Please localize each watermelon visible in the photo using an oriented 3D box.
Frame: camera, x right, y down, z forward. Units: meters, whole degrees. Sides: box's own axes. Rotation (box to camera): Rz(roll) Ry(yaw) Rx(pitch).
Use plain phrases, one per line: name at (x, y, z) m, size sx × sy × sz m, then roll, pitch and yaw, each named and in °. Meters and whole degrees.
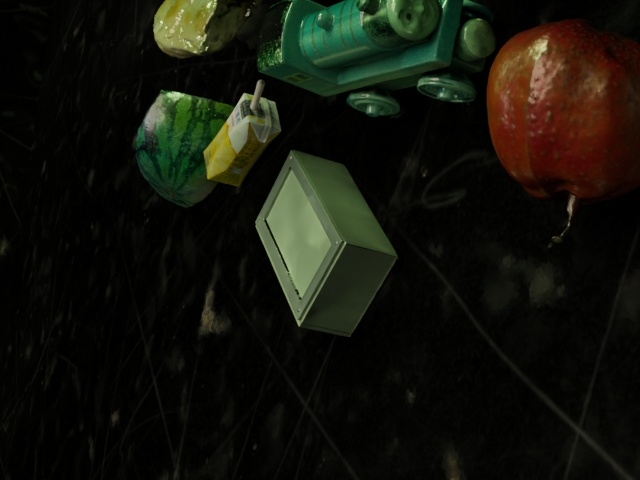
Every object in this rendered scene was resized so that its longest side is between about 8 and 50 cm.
watermelon at (-0.248, -0.157, 1.809) m, size 0.231 × 0.146 × 0.128 m, roll -62°, pitch 31°, yaw 18°

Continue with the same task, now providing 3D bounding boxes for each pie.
pie at (-0.092, -0.371, 1.384) m, size 0.337 × 0.075 × 0.337 m, roll -35°, pitch 27°, yaw 21°

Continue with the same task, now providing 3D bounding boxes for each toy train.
toy train at (0.066, -0.230, 1.225) m, size 0.298 × 0.194 × 0.120 m, roll -1°, pitch 75°, yaw 61°

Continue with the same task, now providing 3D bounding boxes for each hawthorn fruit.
hawthorn fruit at (0.222, -0.093, 0.917) m, size 0.157 × 0.157 × 0.194 m, roll -3°, pitch 81°, yaw 61°

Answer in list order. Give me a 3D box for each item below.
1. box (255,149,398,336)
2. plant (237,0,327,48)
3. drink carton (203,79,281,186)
box at (0.000, 0.000, 1.345) m, size 0.129 × 0.086 × 0.225 m, roll -61°, pitch 31°, yaw 24°
plant at (-0.058, -0.411, 1.598) m, size 0.256 × 0.142 × 0.164 m, roll -56°, pitch 34°, yaw 25°
drink carton at (-0.113, -0.175, 1.649) m, size 0.200 × 0.074 × 0.084 m, roll -48°, pitch 39°, yaw 39°
